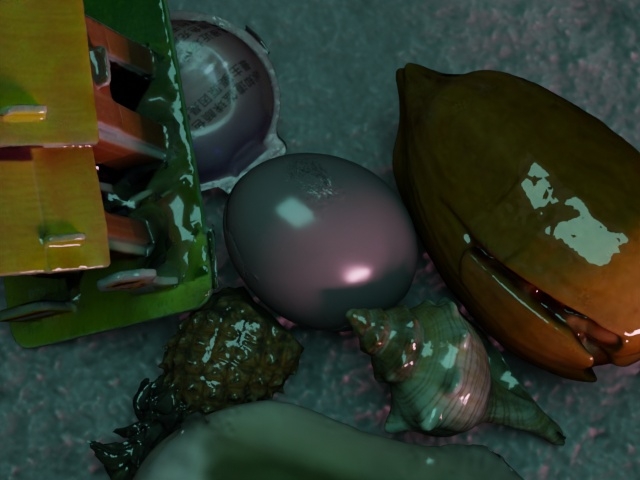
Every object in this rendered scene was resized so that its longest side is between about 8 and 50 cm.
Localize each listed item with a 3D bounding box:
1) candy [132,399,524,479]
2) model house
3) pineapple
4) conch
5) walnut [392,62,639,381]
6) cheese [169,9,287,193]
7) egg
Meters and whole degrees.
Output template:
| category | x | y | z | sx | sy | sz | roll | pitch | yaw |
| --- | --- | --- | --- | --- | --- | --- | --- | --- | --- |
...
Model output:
| category | x | y | z | sx | sy | sz | roll | pitch | yaw |
| --- | --- | --- | --- | --- | --- | --- | --- | --- | --- |
| candy | 0.023 | 0.326 | 1.112 | 0.386 | 0.186 | 0.427 | 11 | 42 | -8 |
| model house | -0.311 | -0.072 | 1.171 | 0.340 | 0.323 | 0.300 | -14 | 78 | 19 |
| pineapple | -0.109 | 0.133 | 1.252 | 0.108 | 0.108 | 0.198 | 43 | 83 | 8 |
| conch | 0.099 | 0.112 | 1.267 | 0.114 | 0.234 | 0.137 | -31 | 57 | 17 |
| walnut | 0.180 | -0.029 | 1.280 | 0.209 | 0.209 | 0.336 | -37 | 79 | -16 |
| cheese | -0.154 | -0.153 | 1.347 | 0.286 | 0.074 | 0.189 | 40 | 72 | 10 |
| egg | 0.000 | 0.000 | 1.261 | 0.198 | 0.146 | 0.146 | 28 | 65 | -41 |
